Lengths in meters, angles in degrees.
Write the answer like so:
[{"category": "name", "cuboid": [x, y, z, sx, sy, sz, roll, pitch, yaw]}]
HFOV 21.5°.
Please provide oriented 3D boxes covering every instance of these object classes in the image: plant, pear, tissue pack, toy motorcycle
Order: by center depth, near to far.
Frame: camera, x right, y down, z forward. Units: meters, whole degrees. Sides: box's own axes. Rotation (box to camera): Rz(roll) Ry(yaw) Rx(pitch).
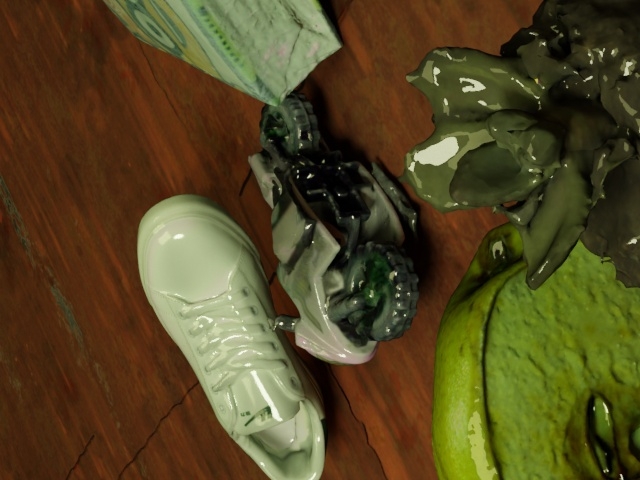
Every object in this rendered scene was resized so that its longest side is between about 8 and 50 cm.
[{"category": "plant", "cuboid": [0.223, -0.087, 1.255, 0.215, 0.312, 0.213, 50, 136, 38]}, {"category": "pear", "cuboid": [0.177, 0.113, 1.461, 0.164, 0.238, 0.255, -30, 78, 62]}, {"category": "toy motorcycle", "cuboid": [0.000, 0.000, 1.769, 0.327, 0.143, 0.188, 59, 144, 35]}, {"category": "tissue pack", "cuboid": [-0.147, -0.290, 1.806, 0.311, 0.128, 0.228, 32, 162, 48]}]

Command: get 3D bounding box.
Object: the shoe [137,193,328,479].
[{"category": "shoe", "cuboid": [-0.088, 0.123, 1.815, 0.160, 0.132, 0.363, -107, -9, -54]}]
